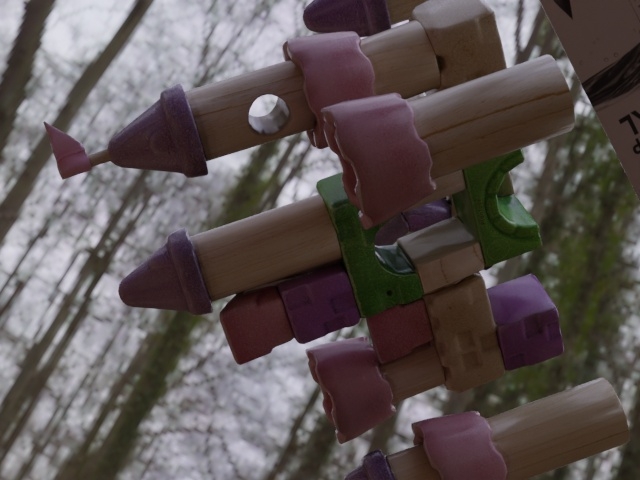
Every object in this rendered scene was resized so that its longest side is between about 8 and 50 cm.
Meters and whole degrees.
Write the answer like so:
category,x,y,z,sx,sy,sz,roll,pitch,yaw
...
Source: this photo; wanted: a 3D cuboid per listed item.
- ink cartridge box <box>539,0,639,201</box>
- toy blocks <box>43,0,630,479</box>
category,x,y,z,sx,sy,sz,roll,pitch,yaw
ink cartridge box,0.380,-0.238,1.342,0.285,0.166,0.395,-33,-101,48
toy blocks,0.000,0.000,0.872,0.260,0.309,0.289,-20,-58,-4
